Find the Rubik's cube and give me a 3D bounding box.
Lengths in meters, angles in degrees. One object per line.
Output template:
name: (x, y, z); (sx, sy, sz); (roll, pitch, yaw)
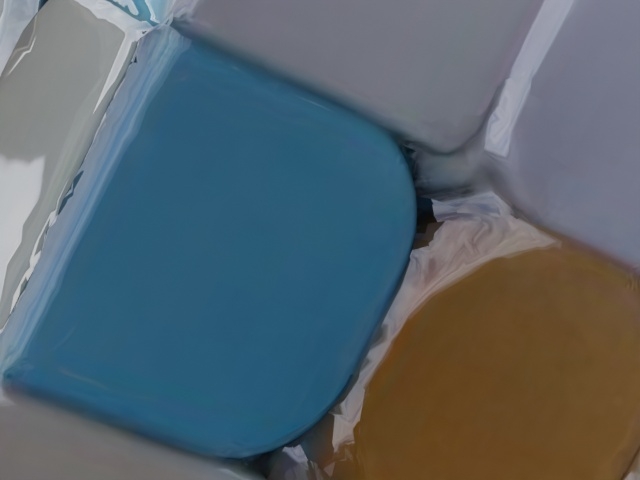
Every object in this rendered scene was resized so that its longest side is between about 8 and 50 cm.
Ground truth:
Rubik's cube: (0.000, 0.000, 0.722); (0.347, 0.344, 0.346); (-62, 29, 7)
